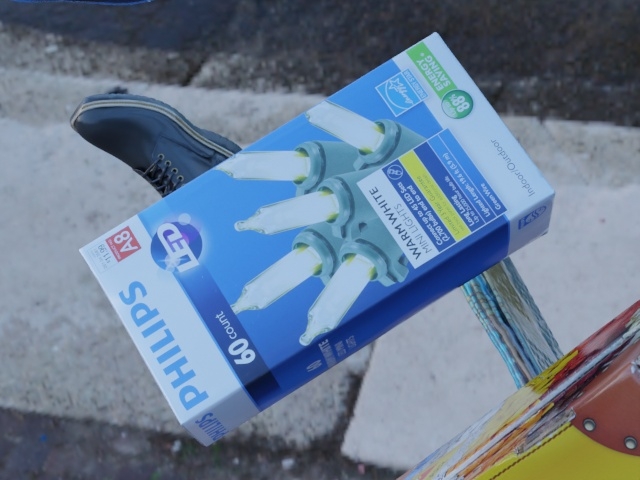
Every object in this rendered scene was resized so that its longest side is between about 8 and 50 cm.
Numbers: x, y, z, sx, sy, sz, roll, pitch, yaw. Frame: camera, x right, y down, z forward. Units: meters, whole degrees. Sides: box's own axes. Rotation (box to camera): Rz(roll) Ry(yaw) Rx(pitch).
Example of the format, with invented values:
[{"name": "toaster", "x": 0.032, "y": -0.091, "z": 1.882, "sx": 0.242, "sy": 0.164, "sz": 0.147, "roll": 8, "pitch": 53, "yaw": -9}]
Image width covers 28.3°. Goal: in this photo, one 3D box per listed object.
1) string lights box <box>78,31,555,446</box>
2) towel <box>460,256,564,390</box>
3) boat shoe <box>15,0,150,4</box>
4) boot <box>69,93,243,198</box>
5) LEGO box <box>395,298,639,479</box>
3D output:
[{"name": "string lights box", "x": 0.000, "y": 0.000, "z": 0.791, "sx": 0.260, "sy": 0.076, "sz": 0.133, "roll": -32, "pitch": 71, "yaw": -5}, {"name": "towel", "x": 0.192, "y": 0.084, "z": 1.263, "sx": 0.040, "sy": 0.271, "sz": 0.370, "roll": -33, "pitch": 55, "yaw": 11}, {"name": "boat shoe", "x": -0.260, "y": -0.326, "z": 1.492, "sx": 0.258, "sy": 0.089, "sz": 0.109, "roll": -15, "pitch": 76, "yaw": -17}, {"name": "boot", "x": -0.155, "y": -0.062, "z": 1.280, "sx": 0.198, "sy": 0.077, "sz": 0.137, "roll": 17, "pitch": 45, "yaw": -27}, {"name": "LEGO box", "x": 0.277, "y": 0.326, "z": 0.884, "sx": 0.500, "sy": 0.372, "sz": 0.193, "roll": 50, "pitch": 36, "yaw": 5}]
